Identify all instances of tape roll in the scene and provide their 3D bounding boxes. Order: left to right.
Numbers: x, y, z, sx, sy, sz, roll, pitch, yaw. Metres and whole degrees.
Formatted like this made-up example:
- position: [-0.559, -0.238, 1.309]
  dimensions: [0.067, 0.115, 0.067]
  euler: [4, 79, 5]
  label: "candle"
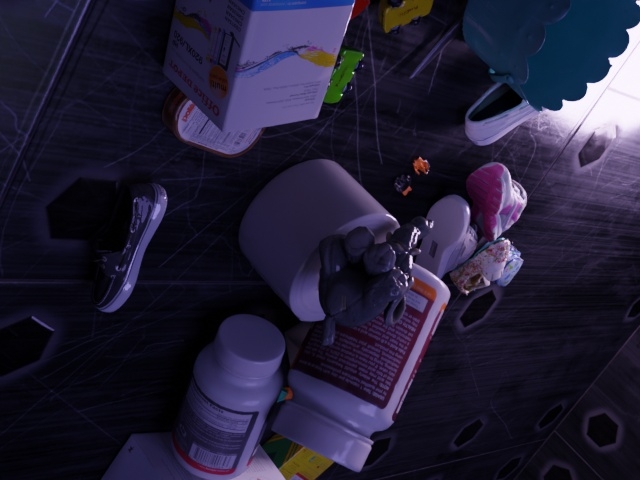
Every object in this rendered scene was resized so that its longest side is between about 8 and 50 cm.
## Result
- position: [0.000, 0.000, 1.709]
  dimensions: [0.246, 0.169, 0.246]
  euler: [-29, 144, -23]
  label: "tape roll"

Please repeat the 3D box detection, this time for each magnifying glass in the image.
- position: [-0.098, 0.343, 2.134]
  dimensions: [0.231, 0.026, 0.092]
  euler: [4, 125, -50]
  label: "magnifying glass"

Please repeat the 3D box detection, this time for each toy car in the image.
- position: [0.048, -0.320, 1.498]
  dimensions: [0.239, 0.053, 0.225]
  euler: [0, 129, -46]
  label: "toy car"

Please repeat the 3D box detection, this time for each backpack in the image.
- position: [0.426, 0.053, 2.309]
  dimensions: [0.114, 0.084, 0.105]
  euler: [14, 115, -50]
  label: "backpack"

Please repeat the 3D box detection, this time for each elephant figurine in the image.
- position: [0.098, 0.061, 1.602]
  dimensions: [0.186, 0.169, 0.239]
  euler: [-22, 171, 20]
  label: "elephant figurine"

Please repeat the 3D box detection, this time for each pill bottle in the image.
- position: [-0.173, 0.301, 1.861]
  dimensions: [0.176, 0.176, 0.318]
  euler: [-12, 136, -39]
  label: "pill bottle"
- position: [0.073, 0.227, 1.852]
  dimensions: [0.392, 0.224, 0.224]
  euler: [-64, 149, -11]
  label: "pill bottle"

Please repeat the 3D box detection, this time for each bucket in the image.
- position: [0.393, -0.377, 1.652]
  dimensions: [0.281, 0.183, 0.281]
  euler: [-29, 147, -21]
  label: "bucket"

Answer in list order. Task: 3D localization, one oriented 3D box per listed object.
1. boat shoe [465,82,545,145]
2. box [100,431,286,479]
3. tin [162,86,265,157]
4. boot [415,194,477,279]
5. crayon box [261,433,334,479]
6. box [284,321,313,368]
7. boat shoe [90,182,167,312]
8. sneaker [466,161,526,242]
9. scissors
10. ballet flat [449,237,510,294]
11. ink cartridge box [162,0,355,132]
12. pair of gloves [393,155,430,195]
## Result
- position: [0.390, -0.286, 1.869]
  dimensions: [0.258, 0.095, 0.084]
  euler: [-41, 152, -5]
  label: "boat shoe"
- position: [-0.254, 0.527, 1.999]
  dimensions: [0.345, 0.215, 0.168]
  euler: [11, 120, -51]
  label: "box"
- position: [-0.156, -0.185, 1.452]
  dimensions: [0.190, 0.040, 0.106]
  euler: [15, 112, -53]
  label: "tin"
- position: [0.292, -0.022, 2.088]
  dimensions: [0.123, 0.095, 0.258]
  euler: [-28, 154, -32]
  label: "boot"
- position: [-0.040, 0.510, 2.336]
  dimensions: [0.318, 0.081, 0.202]
  euler: [-40, 148, -4]
  label: "crayon box"
- position: [0.001, 0.292, 2.078]
  dimensions: [0.094, 0.113, 0.275]
  euler: [-31, 142, -23]
  label: "box"
- position: [-0.312, 0.010, 1.471]
  dimensions: [0.076, 0.080, 0.228]
  euler: [9, 120, -44]
  label: "boat shoe"
- position: [0.388, -0.100, 2.087]
  dimensions: [0.111, 0.103, 0.252]
  euler: [-37, 155, -13]
  label: "sneaker"
- position: [0.258, -0.401, 1.667]
  dimensions: [0.297, 0.021, 0.109]
  euler: [-38, 150, -6]
  label: "scissors"
- position: [0.374, 0.063, 2.185]
  dimensions: [0.091, 0.077, 0.241]
  euler: [-18, 168, -21]
  label: "ballet flat"
- position: [-0.083, -0.290, 1.281]
  dimensions: [0.168, 0.171, 0.232]
  euler: [-14, 137, -37]
  label: "ink cartridge box"
- position: [0.180, -0.129, 1.902]
  dimensions: [0.083, 0.010, 0.074]
  euler: [-43, 149, 6]
  label: "pair of gloves"
